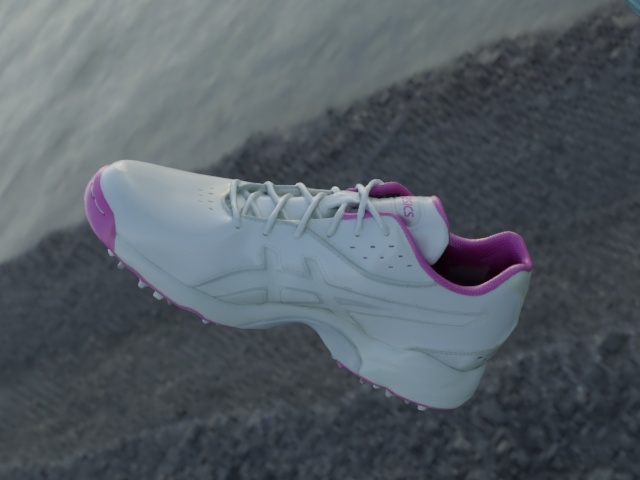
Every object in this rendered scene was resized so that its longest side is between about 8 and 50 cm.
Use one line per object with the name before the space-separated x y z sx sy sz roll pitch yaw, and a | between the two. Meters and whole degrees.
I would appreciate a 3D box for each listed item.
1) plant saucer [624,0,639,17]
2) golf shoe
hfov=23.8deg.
plant saucer | 0.104 -0.102 0.421 0.021 0.119 0.119 -18 19 -23
golf shoe | 0.000 0.000 0.994 0.140 0.306 0.115 -54 26 31
